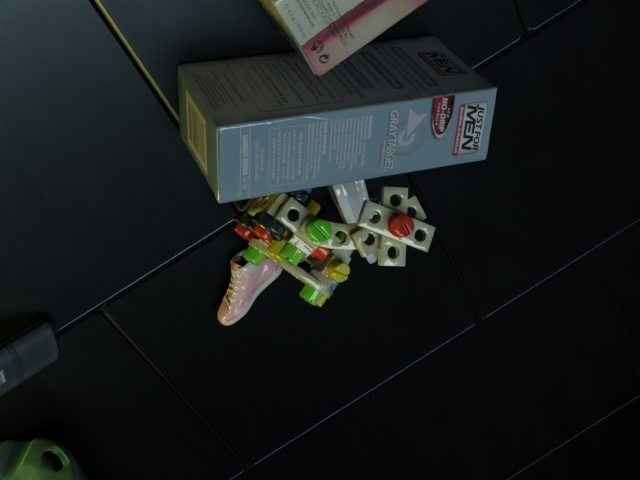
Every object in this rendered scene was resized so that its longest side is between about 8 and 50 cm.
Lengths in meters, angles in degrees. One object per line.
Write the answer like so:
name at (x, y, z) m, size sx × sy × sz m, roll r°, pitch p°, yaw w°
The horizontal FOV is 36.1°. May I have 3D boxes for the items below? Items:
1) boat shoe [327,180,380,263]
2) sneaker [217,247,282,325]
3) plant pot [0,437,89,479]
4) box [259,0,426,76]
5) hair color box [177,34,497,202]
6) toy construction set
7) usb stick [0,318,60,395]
boat shoe at (0.063, -0.043, 1.493) m, size 0.063 × 0.066 × 0.184 m, roll -28°, pitch 122°, yaw -3°
sneaker at (-0.124, 0.064, 1.485) m, size 0.134 × 0.051 × 0.070 m, roll -47°, pitch 129°, yaw 8°
plant pot at (-0.436, 0.505, 1.501) m, size 0.341 × 0.341 × 0.334 m, roll -21°, pitch 122°, yaw -11°
box at (0.039, -0.336, 1.197) m, size 0.232 × 0.148 × 0.127 m, roll -34°, pitch 132°, yaw 2°
hair color box at (0.019, -0.167, 1.288) m, size 0.374 × 0.185 × 0.113 m, roll -11°, pitch 127°, yaw -19°
toy construction set at (0.000, 0.000, 1.347) m, size 0.215 × 0.328 × 0.151 m, roll 39°, pitch 65°, yaw -16°
usb stick at (-0.469, 0.197, 1.332) m, size 0.278 × 0.045 × 0.077 m, roll -35°, pitch 138°, yaw -43°
